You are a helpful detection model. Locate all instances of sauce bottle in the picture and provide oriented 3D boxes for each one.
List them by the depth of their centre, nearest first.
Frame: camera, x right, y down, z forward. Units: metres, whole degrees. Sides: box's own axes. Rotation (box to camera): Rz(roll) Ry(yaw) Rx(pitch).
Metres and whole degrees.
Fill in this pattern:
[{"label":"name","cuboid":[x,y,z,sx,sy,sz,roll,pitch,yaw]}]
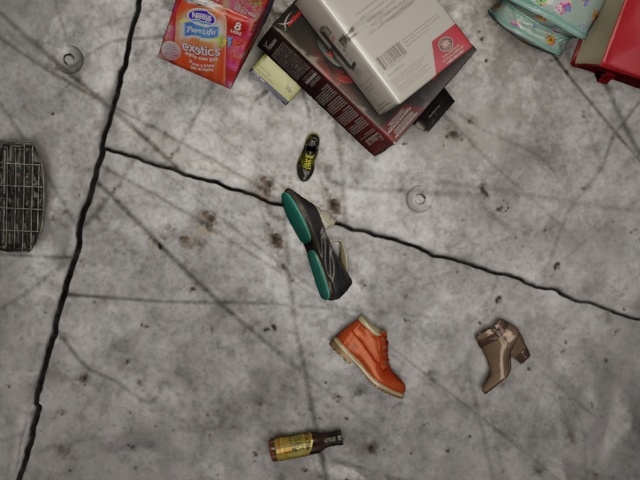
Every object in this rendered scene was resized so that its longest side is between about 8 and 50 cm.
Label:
[{"label":"sauce bottle","cuboid":[-0.025,0.351,1.941,0.128,0.042,0.042,-13,99,0]}]

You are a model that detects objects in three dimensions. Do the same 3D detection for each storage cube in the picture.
[{"label":"storage cube","cuboid":[0.534,-0.331,1.766,0.193,0.183,0.215,18,98,-5]}]

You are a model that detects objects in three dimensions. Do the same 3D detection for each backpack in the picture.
[{"label":"backpack","cuboid":[0.354,-0.373,1.753,0.166,0.188,0.144,29,98,-6]}]

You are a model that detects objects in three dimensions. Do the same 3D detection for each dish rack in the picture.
[{"label":"dish rack","cuboid":[-0.587,-0.080,1.852,0.271,0.074,0.208,3,100,-3]}]

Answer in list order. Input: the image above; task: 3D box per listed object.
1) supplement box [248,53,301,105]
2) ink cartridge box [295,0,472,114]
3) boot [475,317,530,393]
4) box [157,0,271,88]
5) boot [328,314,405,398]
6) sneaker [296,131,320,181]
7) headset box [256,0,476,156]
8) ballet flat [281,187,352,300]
[{"label":"supplement box","cuboid":[-0.059,-0.278,1.830,0.083,0.056,0.083,41,96,-7]},{"label":"ink cartridge box","cuboid":[0.091,-0.322,1.670,0.158,0.092,0.218,-39,96,-17]},{"label":"boot","cuboid":[0.297,0.194,1.923,0.118,0.042,0.087,-43,91,5]},{"label":"box","cuboid":[-0.141,-0.360,1.704,0.122,0.257,0.128,23,128,-4]},{"label":"boot","cuboid":[0.099,0.199,1.911,0.158,0.059,0.084,43,91,-6]},{"label":"sneaker","cuboid":[-0.022,-0.139,1.864,0.031,0.035,0.083,11,99,-2]},{"label":"headset box","cuboid":[0.084,-0.294,1.771,0.293,0.110,0.218,44,75,-7]},{"label":"ballet flat","cuboid":[0.000,0.000,1.876,0.074,0.074,0.203,-22,93,3]}]
